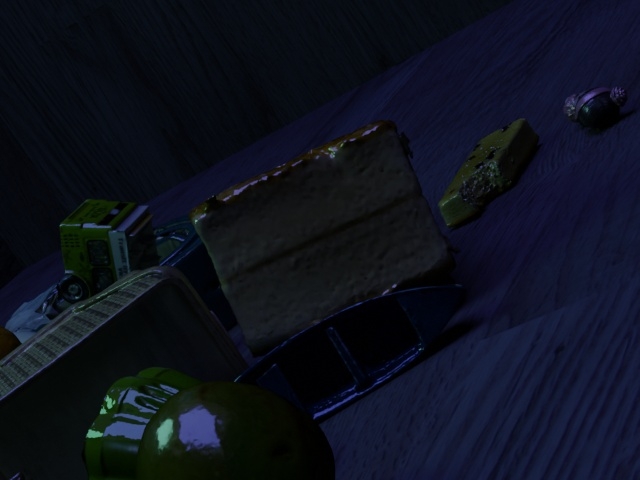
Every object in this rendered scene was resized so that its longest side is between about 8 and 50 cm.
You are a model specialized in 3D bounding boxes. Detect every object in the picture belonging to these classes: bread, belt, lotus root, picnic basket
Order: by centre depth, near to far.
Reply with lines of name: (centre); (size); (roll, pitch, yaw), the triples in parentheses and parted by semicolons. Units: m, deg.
lotus root: (-0.120, 0.224, 1.553); (0.186, 0.186, 0.186); (-32, 12, 7)
picnic basket: (-0.244, 0.197, 1.783); (0.313, 0.228, 0.175); (-37, 15, -16)
bread: (0.000, 0.000, 1.856); (0.279, 0.207, 0.279); (-26, 1, -5)
bread: (0.234, -0.096, 2.130); (0.088, 0.049, 0.226); (-26, 14, 32)
belt: (-0.299, 0.106, 2.425); (0.436, 0.173, 0.300); (-28, 15, 23)

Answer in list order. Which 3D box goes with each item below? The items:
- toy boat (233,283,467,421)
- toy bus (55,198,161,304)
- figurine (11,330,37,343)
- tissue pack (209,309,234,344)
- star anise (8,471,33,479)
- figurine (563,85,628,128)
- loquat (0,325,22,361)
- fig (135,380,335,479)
toy boat: (0.030, 0.122, 1.688); (0.299, 0.096, 0.062); (-30, 3, 8)
toy bus: (-0.247, 0.101, 1.977); (0.139, 0.301, 0.113); (-1, 23, 16)
figurine: (-0.384, 0.227, 2.066); (0.274, 0.227, 0.394); (-66, 21, 8)
tissue pack: (-0.173, 0.149, 2.159); (0.059, 0.074, 0.094); (-30, 9, 30)
star anise: (-0.367, 0.362, 1.547); (0.288, 0.088, 0.288); (22, -90, -80)
figurine: (0.379, -0.184, 2.114); (0.072, 0.054, 0.129); (-19, 4, -2)
loquat: (-0.449, 0.175, 1.886); (0.187, 0.234, 0.176); (76, -149, -78)
fig: (-0.074, 0.223, 1.377); (0.181, 0.181, 0.191); (-33, 33, 1)
